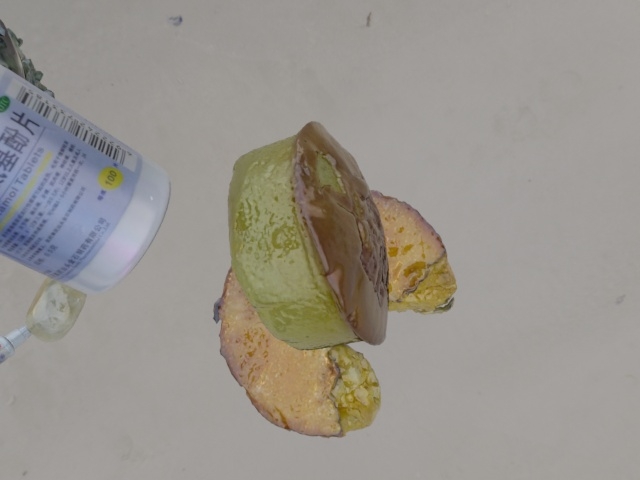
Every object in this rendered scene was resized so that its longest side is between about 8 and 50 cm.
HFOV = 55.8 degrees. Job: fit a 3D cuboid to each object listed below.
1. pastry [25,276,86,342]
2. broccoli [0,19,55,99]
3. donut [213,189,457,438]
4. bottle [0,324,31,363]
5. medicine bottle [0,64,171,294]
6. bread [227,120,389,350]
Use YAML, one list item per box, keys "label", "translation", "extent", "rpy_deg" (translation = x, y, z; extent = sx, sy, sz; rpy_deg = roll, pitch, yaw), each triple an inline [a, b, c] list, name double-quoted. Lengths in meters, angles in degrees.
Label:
- label: "pastry"
  translation: [-0.575, 0.143, 1.310]
  extent: [0.092, 0.156, 0.156]
  rpy_deg: [33, 85, -25]
- label: "broccoli"
  translation: [-0.374, -0.120, 0.520]
  extent: [0.247, 0.263, 0.243]
  rpy_deg: [26, 67, 16]
- label: "donut"
  translation: [0.022, 0.111, 1.093]
  extent: [0.378, 0.163, 0.435]
  rpy_deg: [38, 95, 30]
- label: "bottle"
  translation: [-0.725, 0.252, 1.346]
  extent: [0.060, 0.060, 0.217]
  rpy_deg: [46, 50, 5]
- label: "medicine bottle"
  translation: [-0.196, -0.048, 0.374]
  extent: [0.187, 0.103, 0.102]
  rpy_deg: [35, 85, -32]
- label: "bread"
  translation: [0.000, 0.000, 0.719]
  extent: [0.148, 0.270, 0.269]
  rpy_deg: [-16, 84, 18]
